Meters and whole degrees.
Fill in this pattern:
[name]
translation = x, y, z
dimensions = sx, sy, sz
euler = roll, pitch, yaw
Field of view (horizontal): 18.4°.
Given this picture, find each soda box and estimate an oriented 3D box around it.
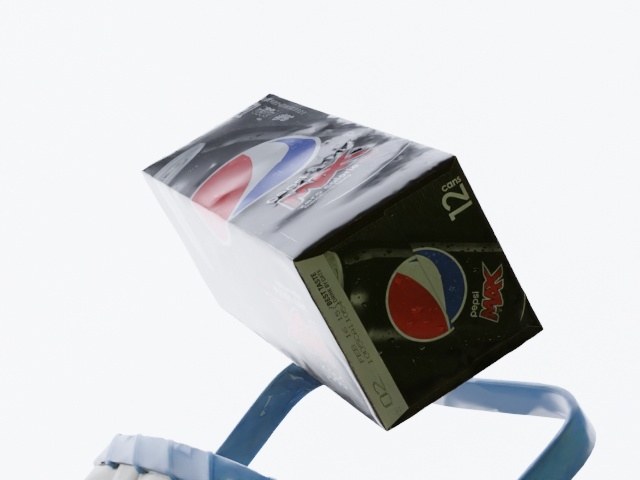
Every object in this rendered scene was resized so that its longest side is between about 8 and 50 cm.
[soda box]
translation = 0.000, 0.000, 0.588
dimensions = 0.053, 0.169, 0.060
euler = -33, -72, -11

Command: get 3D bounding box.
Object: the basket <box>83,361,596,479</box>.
[basket]
translation = -0.014, 0.175, 1.052
dimensions = 0.289, 0.255, 0.201
euler = -45, -65, -27
